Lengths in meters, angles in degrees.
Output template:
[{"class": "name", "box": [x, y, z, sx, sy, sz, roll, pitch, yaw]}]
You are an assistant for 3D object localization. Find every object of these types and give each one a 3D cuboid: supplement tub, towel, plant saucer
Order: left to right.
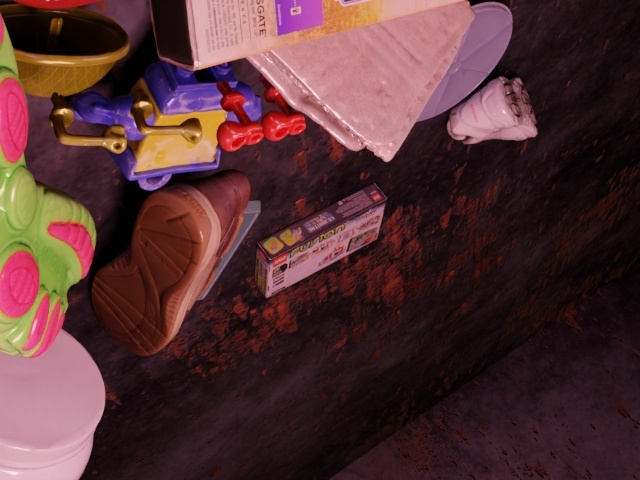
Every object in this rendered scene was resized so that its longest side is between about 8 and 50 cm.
[{"class": "supplement tub", "box": [-0.401, 0.251, 1.133, 0.228, 0.228, 0.316, -6, 141, -50]}, {"class": "plant saucer", "box": [-0.144, 0.020, 1.331, 0.067, 0.018, 0.192, -9, 142, -47]}, {"class": "towel", "box": [0.004, -0.215, 0.837, 0.282, 0.049, 0.187, 43, 68, -27]}]

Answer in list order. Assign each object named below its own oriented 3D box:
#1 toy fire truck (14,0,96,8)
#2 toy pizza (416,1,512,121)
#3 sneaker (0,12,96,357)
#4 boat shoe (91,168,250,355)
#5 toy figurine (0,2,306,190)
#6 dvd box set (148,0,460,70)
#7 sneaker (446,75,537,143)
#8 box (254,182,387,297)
[{"class": "toy fire truck", "box": [-0.269, -0.224, 0.581, 0.254, 0.169, 0.302, -24, 159, 17]}, {"class": "toy pizza", "box": [0.163, -0.234, 1.280, 0.201, 0.032, 0.201, -31, 156, -15]}, {"class": "sneaker", "box": [-0.293, -0.040, 0.654, 0.483, 0.202, 0.185, 96, 10, -66]}, {"class": "boat shoe", "box": [-0.172, 0.025, 1.168, 0.123, 0.123, 0.342, -39, 170, -39]}, {"class": "toy figurine", "box": [-0.144, -0.101, 0.926, 0.363, 0.191, 0.217, -15, 152, -39]}, {"class": "dvd box set", "box": [0.049, -0.327, 0.752, 0.420, 0.062, 0.307, -22, 120, -31]}, {"class": "sneaker", "box": [0.244, -0.184, 1.441, 0.115, 0.090, 0.232, -18, 172, 23]}, {"class": "box", "box": [0.000, 0.000, 1.466, 0.207, 0.036, 0.114, -27, 154, -21]}]
